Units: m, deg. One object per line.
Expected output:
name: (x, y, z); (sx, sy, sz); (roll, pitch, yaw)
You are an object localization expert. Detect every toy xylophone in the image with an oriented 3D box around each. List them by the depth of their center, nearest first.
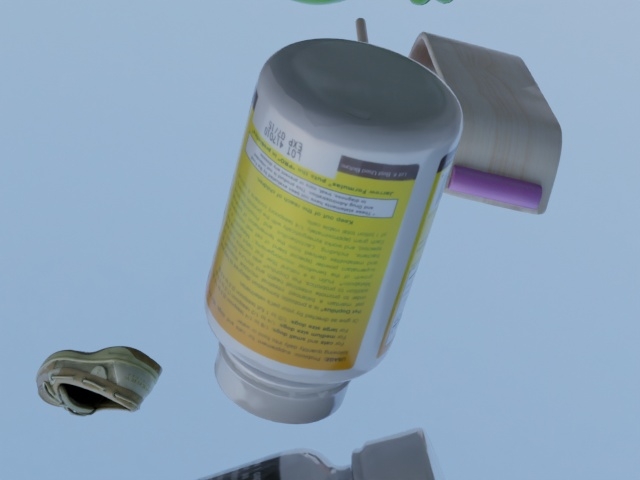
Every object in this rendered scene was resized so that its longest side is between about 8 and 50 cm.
toy xylophone: (0.137, -0.144, 1.657); (0.236, 0.081, 0.322); (16, -156, -4)

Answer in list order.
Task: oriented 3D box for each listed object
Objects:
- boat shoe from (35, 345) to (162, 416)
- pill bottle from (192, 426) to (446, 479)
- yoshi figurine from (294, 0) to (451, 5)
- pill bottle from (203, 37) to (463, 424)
boat shoe: (-0.188, 0.121, 1.283); (0.153, 0.056, 0.048); (-10, -132, 45)
pill bottle: (-0.050, 0.222, 0.965); (0.283, 0.161, 0.161); (-19, -140, 4)
yoshi figurine: (0.054, -0.249, 0.939); (0.362, 0.203, 0.203); (-25, -145, 30)
pill bottle: (0.000, 0.000, 0.916); (0.117, 0.215, 0.117); (12, -148, -8)
